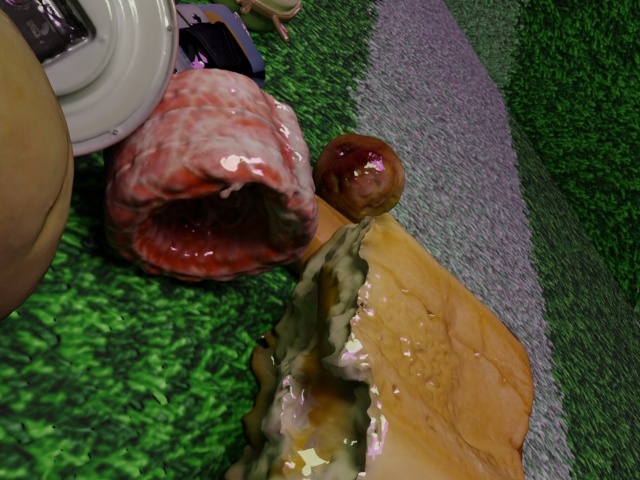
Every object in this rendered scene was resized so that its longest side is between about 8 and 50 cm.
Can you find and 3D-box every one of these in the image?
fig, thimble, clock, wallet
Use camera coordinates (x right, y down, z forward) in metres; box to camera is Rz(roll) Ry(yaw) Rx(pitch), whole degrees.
[{"bbox_3d":[0.090,-0.086,0.974,0.257,0.159,0.159,40,33,-51],"label":"fig"},{"bbox_3d":[-0.123,-0.061,0.616,0.239,0.239,0.162,20,48,-38],"label":"thimble"},{"bbox_3d":[-0.251,-0.195,0.477,0.244,0.244,0.056,35,2,-24],"label":"clock"},{"bbox_3d":[-0.195,-0.322,0.886,0.231,0.069,0.170,-29,89,-54],"label":"wallet"},{"bbox_3d":[-0.146,-0.523,1.076,0.235,0.096,0.308,16,50,-44],"label":"clock"}]

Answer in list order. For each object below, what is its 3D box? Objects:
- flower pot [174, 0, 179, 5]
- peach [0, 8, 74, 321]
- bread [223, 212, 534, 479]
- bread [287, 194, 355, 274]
[{"bbox_3d":[-0.302,-0.427,0.692,0.213,0.302,0.302,31,39,-53],"label":"flower pot"},{"bbox_3d":[-0.314,-0.050,0.350,0.292,0.292,0.247,44,13,-13],"label":"peach"},{"bbox_3d":[0.088,0.217,0.620,0.394,0.250,0.361,41,40,-24],"label":"bread"},{"bbox_3d":[0.000,0.000,0.825,0.305,0.091,0.142,36,34,-25],"label":"bread"}]
